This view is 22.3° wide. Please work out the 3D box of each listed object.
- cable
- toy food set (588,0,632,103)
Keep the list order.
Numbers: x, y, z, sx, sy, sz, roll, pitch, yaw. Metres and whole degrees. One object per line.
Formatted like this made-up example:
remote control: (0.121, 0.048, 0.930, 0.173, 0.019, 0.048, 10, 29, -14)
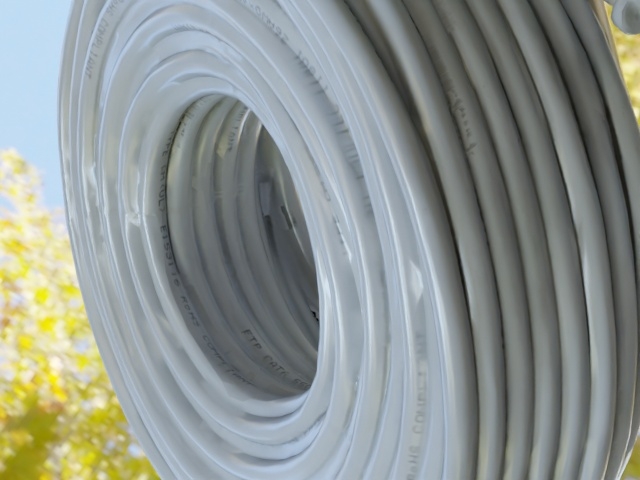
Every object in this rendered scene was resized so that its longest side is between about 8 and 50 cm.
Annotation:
cable: (0.000, 0.000, 0.522, 0.089, 0.257, 0.257, -15, -53, -31)
toy food set: (0.072, -0.171, 1.224, 0.306, 0.220, 0.092, 1, -44, -5)
